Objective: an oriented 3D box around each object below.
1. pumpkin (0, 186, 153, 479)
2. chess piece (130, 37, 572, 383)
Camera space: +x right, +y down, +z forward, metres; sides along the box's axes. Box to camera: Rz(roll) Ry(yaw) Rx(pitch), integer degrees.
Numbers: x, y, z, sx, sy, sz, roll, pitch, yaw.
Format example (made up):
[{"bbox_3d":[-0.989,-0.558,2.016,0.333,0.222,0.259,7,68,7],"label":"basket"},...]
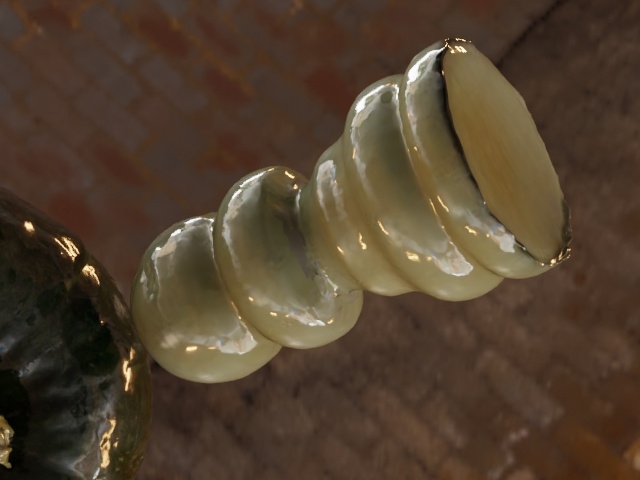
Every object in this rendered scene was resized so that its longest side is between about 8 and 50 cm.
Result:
[{"bbox_3d":[-0.245,0.106,1.108,0.300,0.207,0.300,-2,-85,-22],"label":"pumpkin"},{"bbox_3d":[0.000,0.000,1.027,0.243,0.133,0.133,-26,-128,25],"label":"chess piece"}]
